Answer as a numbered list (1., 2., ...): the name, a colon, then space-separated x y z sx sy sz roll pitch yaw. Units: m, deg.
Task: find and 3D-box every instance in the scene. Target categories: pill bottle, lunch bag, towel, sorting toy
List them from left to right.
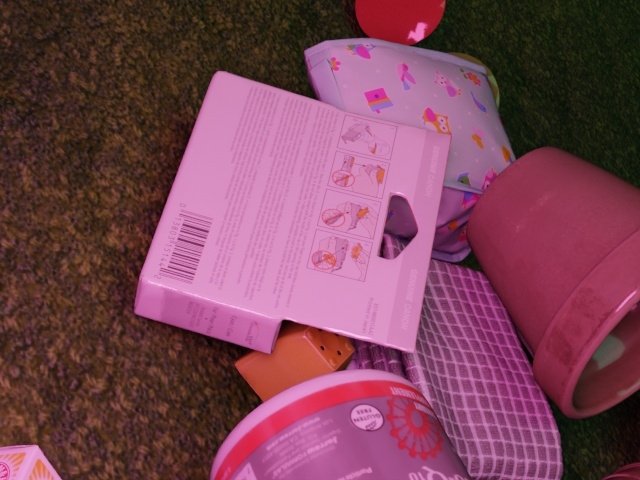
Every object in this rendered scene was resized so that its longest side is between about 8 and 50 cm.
1. pill bottle: 0.063 0.298 1.026 0.210 0.210 0.363 13 35 -40
2. lunch bag: 0.098 -0.110 1.506 0.262 0.160 0.223 10 55 -44
3. towel: 0.124 0.138 1.364 0.235 0.121 0.283 12 52 -41
4. sorting toy: 0.170 -0.197 1.727 0.365 0.127 0.126 64 9 11

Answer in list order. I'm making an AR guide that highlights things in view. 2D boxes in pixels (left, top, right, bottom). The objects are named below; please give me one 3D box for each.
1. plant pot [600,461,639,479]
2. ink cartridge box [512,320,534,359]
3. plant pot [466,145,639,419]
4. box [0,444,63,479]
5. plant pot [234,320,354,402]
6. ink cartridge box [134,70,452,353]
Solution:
1. plant pot: 0.305 0.331 1.377 0.165 0.167 0.167 -3 62 -38
2. ink cartridge box: 0.372 0.057 1.593 0.172 0.237 0.100 -21 74 -52
3. plant pot: 0.281 0.024 1.389 0.263 0.263 0.229 -7 45 -49
4. box: -0.241 0.252 0.872 0.203 0.103 0.114 -73 145 -48
5. plant pot: -0.016 0.116 1.265 0.081 0.083 0.081 51 36 -1
6. ink cartridge box: -0.019 -0.020 1.282 0.261 0.066 0.296 16 49 -2
